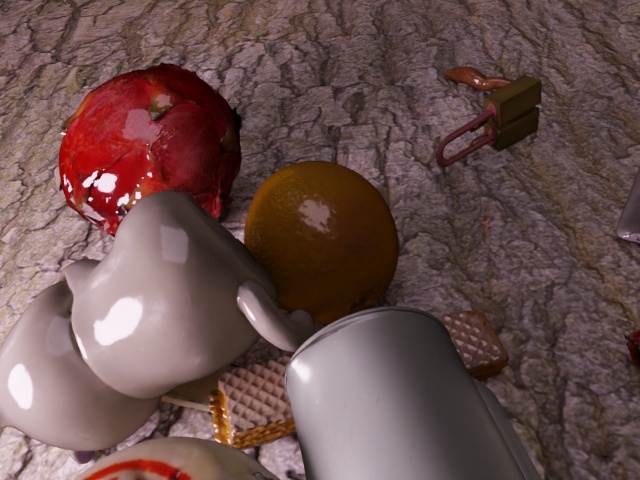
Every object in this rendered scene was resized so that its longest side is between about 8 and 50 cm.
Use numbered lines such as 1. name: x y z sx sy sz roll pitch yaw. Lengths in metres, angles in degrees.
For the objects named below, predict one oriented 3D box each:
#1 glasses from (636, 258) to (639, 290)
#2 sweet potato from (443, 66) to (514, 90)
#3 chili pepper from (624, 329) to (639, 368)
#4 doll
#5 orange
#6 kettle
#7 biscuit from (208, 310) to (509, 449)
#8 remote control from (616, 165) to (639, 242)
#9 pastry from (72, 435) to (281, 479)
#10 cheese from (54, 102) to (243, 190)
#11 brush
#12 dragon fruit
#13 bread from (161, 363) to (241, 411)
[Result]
1. glasses: 0.489 0.033 0.845 0.104 0.062 0.140 2 44 16
2. sweet potato: 0.330 -0.329 1.273 0.179 0.044 0.044 25 54 34
3. chili pepper: 0.446 0.127 0.754 0.123 0.073 0.070 -20 86 -6
4. doll: -0.214 0.099 0.738 0.370 0.215 0.226 -29 55 12
5. orange: 0.000 0.000 0.871 0.236 0.236 0.236 -6 44 6
6. kettle: 0.117 0.237 0.584 0.265 0.205 0.318 -9 41 -11
7. biscuit: 0.046 0.172 0.783 0.379 0.054 0.094 -13 48 -7
8. remote control: 0.525 -0.077 0.964 0.073 0.044 0.229 20 51 25
9. pastry: -0.140 0.292 0.537 0.265 0.133 0.264 -4 39 3
10. cheese: -0.356 -0.200 1.291 0.400 0.034 0.085 -23 40 -12
11. brush: 0.292 -0.200 1.102 0.233 0.103 0.047 -30 44 -17
12. dragon fruit: -0.280 -0.135 1.031 0.296 0.295 0.301 21 72 30
13. bread: -0.146 0.197 0.836 0.154 0.028 0.068 7 46 17
